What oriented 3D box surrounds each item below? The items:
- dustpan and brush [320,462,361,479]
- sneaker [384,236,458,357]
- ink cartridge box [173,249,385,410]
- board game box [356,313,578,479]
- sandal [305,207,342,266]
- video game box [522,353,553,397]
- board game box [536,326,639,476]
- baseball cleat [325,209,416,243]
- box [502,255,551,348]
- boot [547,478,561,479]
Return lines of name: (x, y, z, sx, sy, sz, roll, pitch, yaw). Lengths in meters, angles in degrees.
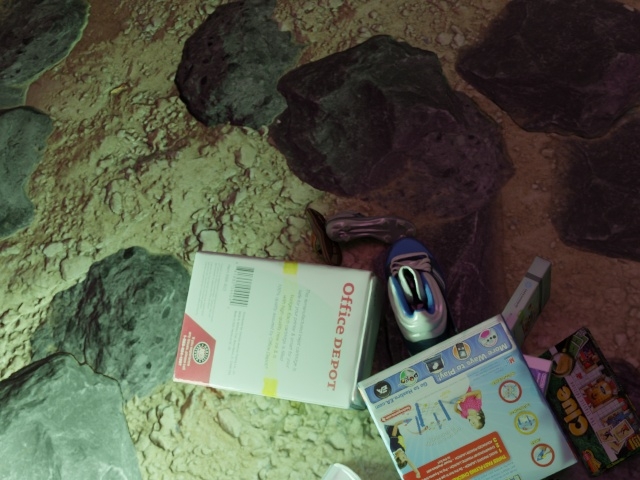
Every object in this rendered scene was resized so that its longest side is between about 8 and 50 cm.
dustpan and brush: (0.065, 0.525, 1.774, 0.211, 0.060, 0.147, 25, 65, 26)
sneaker: (0.199, 0.079, 1.935, 0.130, 0.236, 0.322, -11, 56, 5)
ink cartridge box: (-0.079, 0.188, 1.924, 0.385, 0.160, 0.279, 7, 79, 16)
board game box: (0.273, 0.341, 1.748, 0.308, 0.086, 0.301, -26, 77, 5)
sandal: (0.000, 0.000, 2.138, 0.049, 0.072, 0.180, -40, 50, 19)
video game box: (0.345, 0.315, 1.832, 0.187, 0.048, 0.205, 11, 77, 21)
board game box: (0.524, 0.310, 1.804, 0.136, 0.030, 0.259, -41, 51, 23)
baseball cleat: (0.113, -0.041, 2.135, 0.206, 0.072, 0.109, 2, 27, -7)
box: (0.416, 0.143, 1.903, 0.038, 0.145, 0.186, 26, 65, 26)
boot: (0.354, 0.511, 1.719, 0.137, 0.077, 0.198, 19, 61, 28)
